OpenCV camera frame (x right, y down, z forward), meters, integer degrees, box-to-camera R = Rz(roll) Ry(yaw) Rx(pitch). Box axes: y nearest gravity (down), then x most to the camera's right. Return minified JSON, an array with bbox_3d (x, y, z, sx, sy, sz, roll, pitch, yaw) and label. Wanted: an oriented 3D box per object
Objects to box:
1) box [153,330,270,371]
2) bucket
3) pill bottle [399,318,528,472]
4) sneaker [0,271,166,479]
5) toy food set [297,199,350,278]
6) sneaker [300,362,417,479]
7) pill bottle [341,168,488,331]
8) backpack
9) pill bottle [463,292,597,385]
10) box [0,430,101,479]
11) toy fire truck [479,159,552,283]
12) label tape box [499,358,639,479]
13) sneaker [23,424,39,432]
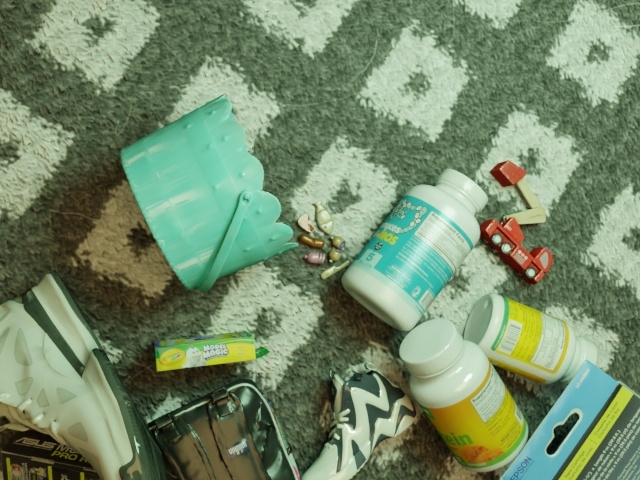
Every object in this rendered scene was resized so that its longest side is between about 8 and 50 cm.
[{"bbox_3d":[-0.175,0.175,1.439,0.179,0.105,0.043,-4,90,-12],"label":"box"},{"bbox_3d":[-0.169,-0.067,1.369,0.183,0.281,0.281,-26,94,-2],"label":"bucket"},{"bbox_3d":[0.230,0.250,1.471,0.136,0.136,0.245,-39,115,-10],"label":"pill bottle"},{"bbox_3d":[-0.399,0.250,1.253,0.257,0.447,0.169,-30,135,-16],"label":"sneaker"},{"bbox_3d":[0.000,0.000,1.524,0.078,0.019,0.122,-30,94,-11],"label":"toy food set"},{"bbox_3d":[0.032,0.296,1.485,0.235,0.094,0.153,-36,94,-11],"label":"sneaker"},{"bbox_3d":[0.165,0.010,1.494,0.146,0.146,0.264,40,81,-8],"label":"pill bottle"},{"bbox_3d":[-0.148,0.366,1.393,0.225,0.191,0.253,-25,83,-10],"label":"backpack"},{"bbox_3d":[0.362,0.178,1.543,0.208,0.117,0.117,22,84,-10],"label":"pill bottle"},{"bbox_3d":[-0.351,0.422,1.328,0.216,0.060,0.270,8,114,11],"label":"box"},{"bbox_3d":[0.350,-0.032,1.583,0.192,0.047,0.135,43,80,-8],"label":"toy fire truck"},{"bbox_3d":[0.486,0.382,1.538,0.348,0.115,0.249,36,88,-14],"label":"label tape box"},{"bbox_3d":[-0.363,0.327,1.389,0.107,0.118,0.279,-40,97,-11],"label":"sneaker"}]
